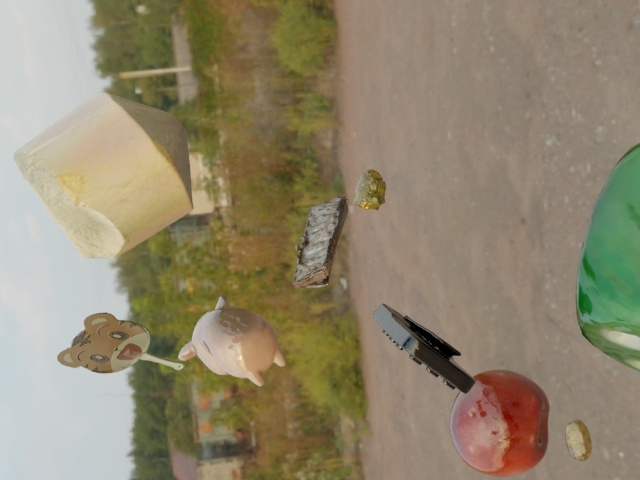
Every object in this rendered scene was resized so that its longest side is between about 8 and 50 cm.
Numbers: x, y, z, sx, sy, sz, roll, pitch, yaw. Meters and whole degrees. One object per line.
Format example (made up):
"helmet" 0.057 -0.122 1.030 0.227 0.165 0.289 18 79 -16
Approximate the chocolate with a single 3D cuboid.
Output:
"chocolate" 0.005 0.004 1.771 0.065 0.102 0.329 62 -159 -23

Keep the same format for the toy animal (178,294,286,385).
"toy animal" -0.192 0.219 1.754 0.250 0.166 0.154 3 124 55

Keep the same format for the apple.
"apple" 0.446 0.446 2.000 0.260 0.217 0.260 3 -94 -58

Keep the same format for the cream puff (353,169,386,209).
"cream puff" 0.108 -0.106 1.727 0.083 0.058 0.083 -52 42 40

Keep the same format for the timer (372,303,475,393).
"timer" 0.169 0.169 1.312 0.055 0.144 0.187 -52 18 2

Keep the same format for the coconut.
"coconut" -0.313 -0.109 1.254 0.239 0.244 0.239 51 166 17

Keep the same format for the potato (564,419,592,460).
"potato" 0.531 0.411 1.672 0.040 0.051 0.083 19 -117 -59

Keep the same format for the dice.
"dice" 0.532 0.036 1.078 0.300 0.287 0.297 39 -108 -47

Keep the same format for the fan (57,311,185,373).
"fan" -0.332 0.194 1.422 0.152 0.227 0.008 -47 41 26
